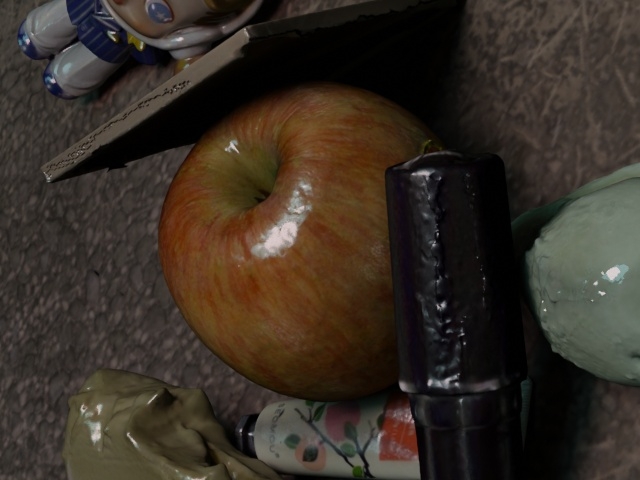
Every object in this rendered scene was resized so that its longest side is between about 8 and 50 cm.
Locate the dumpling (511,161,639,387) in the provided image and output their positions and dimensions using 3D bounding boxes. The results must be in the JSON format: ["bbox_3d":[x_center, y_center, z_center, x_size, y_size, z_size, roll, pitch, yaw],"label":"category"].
[{"bbox_3d":[0.188,0.009,1.121,0.219,0.108,0.153,25,92,46],"label":"dumpling"}]

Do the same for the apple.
[{"bbox_3d":[0.000,0.000,1.250,0.211,0.188,0.211,-25,48,30],"label":"apple"}]

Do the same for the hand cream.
[{"bbox_3d":[0.040,0.133,1.270,0.234,0.050,0.080,-7,62,38],"label":"hand cream"}]

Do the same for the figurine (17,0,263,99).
[{"bbox_3d":[-0.139,-0.198,1.542,0.194,0.133,0.274,45,135,14],"label":"figurine"}]

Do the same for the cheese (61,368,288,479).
[{"bbox_3d":[-0.095,0.185,1.312,0.202,0.091,0.175,10,110,51],"label":"cheese"}]

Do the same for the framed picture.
[{"bbox_3d":[-0.040,-0.111,1.304,0.209,0.281,0.019,-30,85,33],"label":"framed picture"}]

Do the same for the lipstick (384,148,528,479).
[{"bbox_3d":[0.088,0.094,1.140,0.081,0.081,0.300,0,97,46],"label":"lipstick"}]
